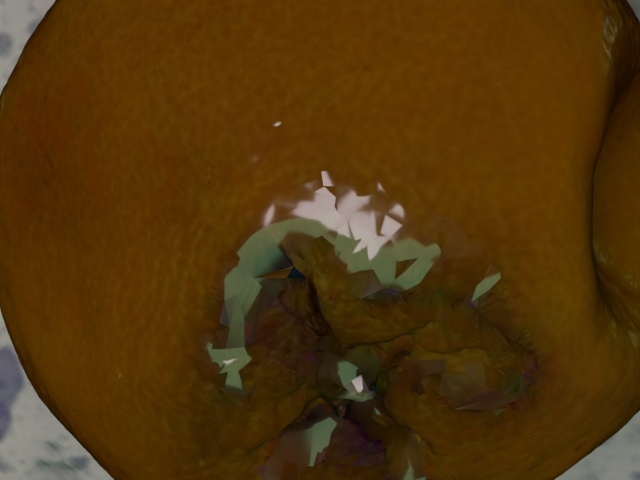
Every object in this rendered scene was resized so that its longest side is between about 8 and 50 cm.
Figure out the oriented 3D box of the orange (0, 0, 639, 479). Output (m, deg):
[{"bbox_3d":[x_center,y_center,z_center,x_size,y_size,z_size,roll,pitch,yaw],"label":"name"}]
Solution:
[{"bbox_3d":[0.000,0.000,0.581,0.249,0.183,0.249,2,118,4],"label":"orange"}]
